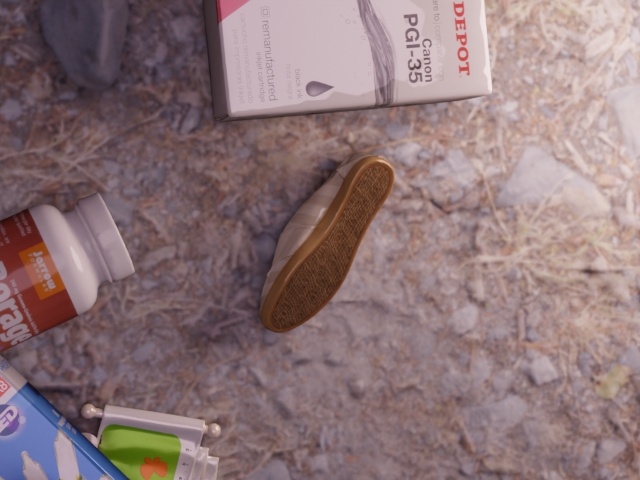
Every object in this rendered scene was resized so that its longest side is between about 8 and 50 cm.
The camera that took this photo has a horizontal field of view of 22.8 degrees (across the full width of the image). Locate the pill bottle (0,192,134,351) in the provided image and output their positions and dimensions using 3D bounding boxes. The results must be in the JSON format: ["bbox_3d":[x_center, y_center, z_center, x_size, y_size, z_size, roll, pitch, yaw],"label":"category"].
[{"bbox_3d":[-0.302,0.037,1.593,0.216,0.121,0.121,-26,97,-9],"label":"pill bottle"}]

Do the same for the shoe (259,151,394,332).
[{"bbox_3d":[0.000,0.000,1.694,0.076,0.058,0.219,35,89,-42],"label":"shoe"}]

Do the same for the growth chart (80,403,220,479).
[{"bbox_3d":[-0.186,0.291,1.681,0.172,0.021,0.237,1,91,-11],"label":"growth chart"}]

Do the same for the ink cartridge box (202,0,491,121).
[{"bbox_3d":[0.024,-0.239,1.651,0.283,0.117,0.207,-6,93,-11],"label":"ink cartridge box"}]

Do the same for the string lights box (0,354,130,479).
[{"bbox_3d":[-0.284,0.254,1.616,0.259,0.077,0.133,44,88,-5],"label":"string lights box"}]
